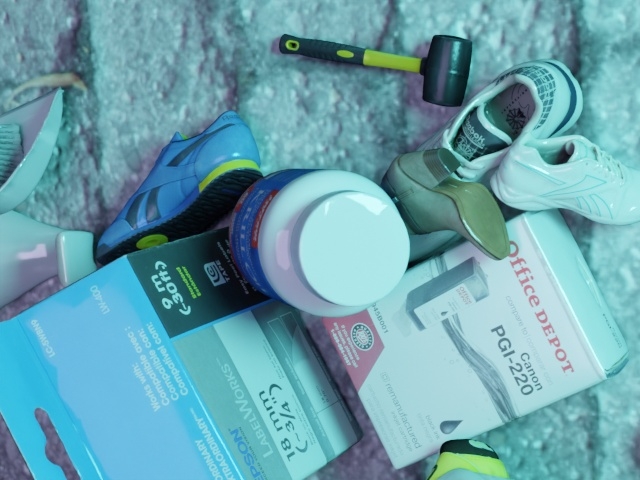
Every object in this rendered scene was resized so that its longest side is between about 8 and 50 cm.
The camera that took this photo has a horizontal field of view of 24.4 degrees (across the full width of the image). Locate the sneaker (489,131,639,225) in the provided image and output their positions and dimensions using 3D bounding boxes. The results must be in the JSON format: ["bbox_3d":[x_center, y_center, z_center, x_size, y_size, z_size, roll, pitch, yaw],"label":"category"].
[{"bbox_3d":[0.220,-0.052,1.212,0.152,0.053,0.061,6,135,-13],"label":"sneaker"}]

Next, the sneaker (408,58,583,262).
[{"bbox_3d":[0.119,-0.068,1.272,0.090,0.095,0.235,46,115,10],"label":"sneaker"}]

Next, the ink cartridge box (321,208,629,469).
[{"bbox_3d":[0.135,0.084,1.289,0.218,0.092,0.158,-28,86,24],"label":"ink cartridge box"}]

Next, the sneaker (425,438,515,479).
[{"bbox_3d":[0.088,0.326,1.323,0.384,0.145,0.147,-56,29,40],"label":"sneaker"}]

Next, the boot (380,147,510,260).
[{"bbox_3d":[0.100,-0.023,1.232,0.087,0.042,0.118,-35,84,53],"label":"boot"}]

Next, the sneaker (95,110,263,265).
[{"bbox_3d":[-0.140,-0.047,1.418,0.209,0.069,0.082,-35,60,29],"label":"sneaker"}]

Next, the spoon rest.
[{"bbox_3d":[-0.326,0.017,1.511,0.276,0.084,0.137,1,97,38],"label":"spoon rest"}]

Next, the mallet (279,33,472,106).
[{"bbox_3d":[0.046,-0.154,1.327,0.190,0.039,0.062,5,97,28],"label":"mallet"}]

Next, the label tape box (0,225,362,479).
[{"bbox_3d":[-0.119,0.131,1.278,0.106,0.334,0.240,-31,85,26],"label":"label tape box"}]

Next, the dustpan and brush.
[{"bbox_3d":[-0.323,-0.053,1.442,0.147,0.060,0.211,-20,58,26],"label":"dustpan and brush"}]

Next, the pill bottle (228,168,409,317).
[{"bbox_3d":[0.000,0.000,1.255,0.124,0.221,0.124,-1,92,-14],"label":"pill bottle"}]
